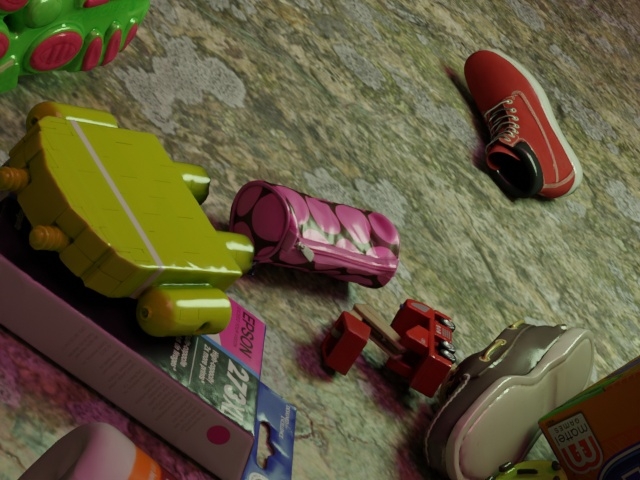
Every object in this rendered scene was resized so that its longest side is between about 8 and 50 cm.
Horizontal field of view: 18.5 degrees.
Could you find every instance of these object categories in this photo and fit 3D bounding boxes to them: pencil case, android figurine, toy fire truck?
[{"bbox_3d":[0.000,0.000,2.041,0.098,0.095,0.209,21,7,40],"label":"pencil case"},{"bbox_3d":[-0.170,-0.023,1.697,0.273,0.056,0.248,1,50,-58],"label":"android figurine"},{"bbox_3d":[0.072,0.102,2.041,0.135,0.047,0.192,29,19,-7],"label":"toy fire truck"}]

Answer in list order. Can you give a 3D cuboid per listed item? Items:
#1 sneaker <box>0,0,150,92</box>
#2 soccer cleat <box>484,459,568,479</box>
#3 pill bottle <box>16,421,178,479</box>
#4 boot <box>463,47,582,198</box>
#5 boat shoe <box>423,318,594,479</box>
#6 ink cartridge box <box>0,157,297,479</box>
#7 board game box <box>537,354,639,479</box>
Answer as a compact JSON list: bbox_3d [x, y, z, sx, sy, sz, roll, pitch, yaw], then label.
[{"bbox_3d":[-0.336,-0.247,1.826,0.202,0.185,0.483,35,17,18],"label":"sneaker"},{"bbox_3d":[0.201,0.320,1.905,0.289,0.093,0.121,-76,153,-60],"label":"soccer cleat"},{"bbox_3d":[-0.069,0.322,1.289,0.392,0.224,0.224,42,25,-11],"label":"pill bottle"},{"bbox_3d":[0.250,-0.164,2.695,0.176,0.088,0.244,-4,59,-58],"label":"boot"},{"bbox_3d":[0.184,0.167,2.075,0.096,0.116,0.324,13,26,28],"label":"boat shoe"},{"bbox_3d":[-0.147,0.083,1.721,0.371,0.069,0.176,40,25,-20],"label":"ink cartridge box"},{"bbox_3d":[0.526,0.222,2.041,0.356,0.356,0.356,-25,84,-44],"label":"board game box"}]
